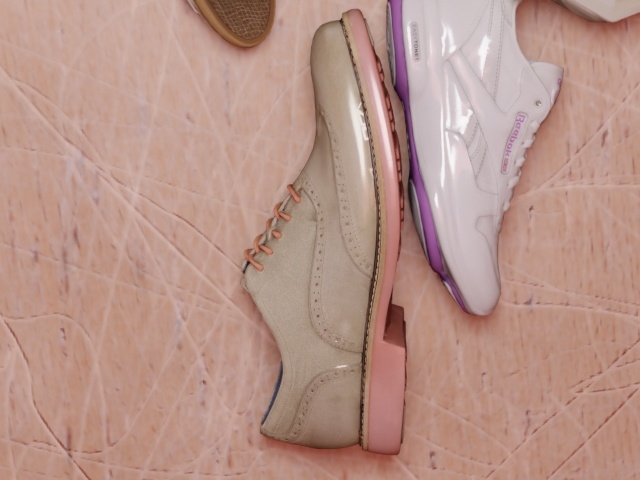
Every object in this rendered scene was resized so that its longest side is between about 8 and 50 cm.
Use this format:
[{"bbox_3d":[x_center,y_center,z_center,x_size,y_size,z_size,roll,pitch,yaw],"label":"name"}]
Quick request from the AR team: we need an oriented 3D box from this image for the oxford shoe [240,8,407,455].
[{"bbox_3d":[0.000,0.000,1.351,0.146,0.140,0.397,-1,100,3],"label":"oxford shoe"}]

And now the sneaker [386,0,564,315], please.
[{"bbox_3d":[0.146,-0.083,1.354,0.152,0.114,0.305,-9,102,-3],"label":"sneaker"}]

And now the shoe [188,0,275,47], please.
[{"bbox_3d":[-0.106,-0.266,1.329,0.076,0.058,0.219,-33,107,-18],"label":"shoe"}]

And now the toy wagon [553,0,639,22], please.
[{"bbox_3d":[0.238,-0.364,1.297,0.267,0.068,0.344,-23,105,-18],"label":"toy wagon"}]
